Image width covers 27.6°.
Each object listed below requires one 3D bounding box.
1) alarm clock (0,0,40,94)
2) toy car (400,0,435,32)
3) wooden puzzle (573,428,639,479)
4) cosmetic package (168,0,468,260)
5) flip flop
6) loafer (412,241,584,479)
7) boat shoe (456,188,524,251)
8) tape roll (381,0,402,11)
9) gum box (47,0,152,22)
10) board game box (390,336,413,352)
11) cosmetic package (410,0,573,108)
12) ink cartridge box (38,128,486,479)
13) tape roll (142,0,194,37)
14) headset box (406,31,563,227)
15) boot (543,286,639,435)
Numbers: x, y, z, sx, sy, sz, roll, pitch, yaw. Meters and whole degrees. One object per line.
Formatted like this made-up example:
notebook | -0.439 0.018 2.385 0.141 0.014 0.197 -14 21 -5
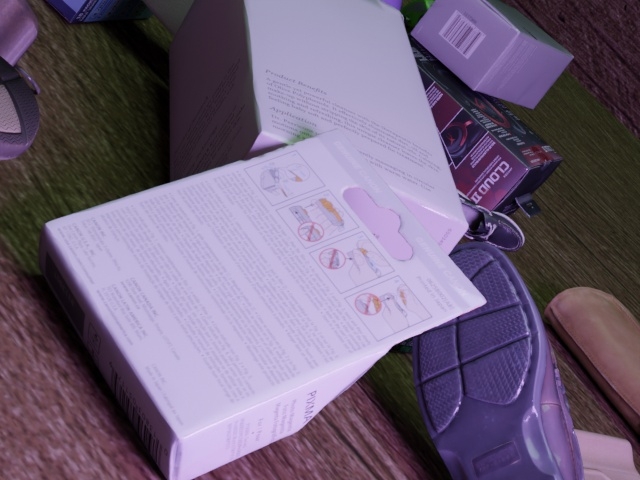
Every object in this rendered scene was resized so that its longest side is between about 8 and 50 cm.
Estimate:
alarm clock | -0.266 -0.172 0.986 0.129 0.064 0.192 27 -19 33
toy car | 0.110 -0.320 1.878 0.225 0.053 0.239 10 -6 45
wooden puzzle | 0.269 0.269 1.116 0.221 0.044 0.239 17 35 -48
cosmetic package | -0.016 -0.101 1.131 0.197 0.155 0.365 23 30 -21
flip flop | -0.295 -0.118 0.870 0.277 0.080 0.112 32 10 24
loafer | 0.145 0.150 0.999 0.095 0.109 0.303 40 34 -55
boat shoe | 0.190 -0.022 1.567 0.125 0.046 0.038 35 20 -5
tape roll | 0.015 -0.325 1.723 0.189 0.080 0.189 8 24 -4
gum box | -0.258 -0.290 1.334 0.157 0.041 0.184 43 21 6
board game box | 0.000 0.000 1.209 0.136 0.030 0.260 9 37 -52
cosmetic package | 0.233 -0.259 1.739 0.127 0.107 0.238 44 21 19
ink cartridge box | -0.040 0.033 0.856 0.232 0.066 0.189 -18 54 -30
tape roll | -0.107 -0.281 1.454 0.392 0.072 0.392 44 16 -16
headset box | 0.179 -0.139 1.698 0.293 0.110 0.218 44 20 10
boot | 0.402 0.176 1.474 0.236 0.089 0.269 23 25 -40
